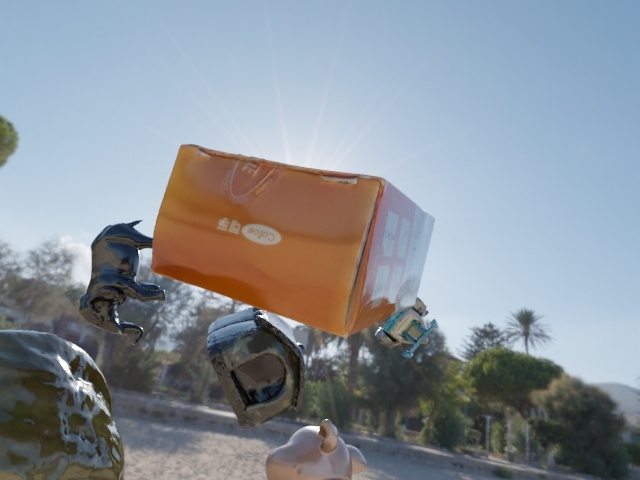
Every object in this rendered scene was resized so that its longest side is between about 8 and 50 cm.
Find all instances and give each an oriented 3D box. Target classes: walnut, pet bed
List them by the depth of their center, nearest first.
[{"bbox_3d":[-0.320,0.209,0.394,0.227,0.283,0.283,4,-23,24],"label":"walnut"},{"bbox_3d":[-0.105,0.218,0.801,0.159,0.183,0.211,-23,7,-11],"label":"pet bed"}]

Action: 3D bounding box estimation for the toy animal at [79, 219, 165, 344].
[{"bbox_3d":[-0.386,0.080,0.843,0.146,0.245,0.114,11,-29,-38],"label":"toy animal"}]

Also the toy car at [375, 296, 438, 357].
[{"bbox_3d":[0.203,0.199,0.939,0.098,0.126,0.161,43,2,31],"label":"toy car"}]

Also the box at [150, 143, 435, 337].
[{"bbox_3d":[0.000,0.000,0.531,0.224,0.144,0.341,14,3,23],"label":"box"}]

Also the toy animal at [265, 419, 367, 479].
[{"bbox_3d":[0.005,0.560,0.926,0.326,0.269,0.237,15,-33,43],"label":"toy animal"}]
